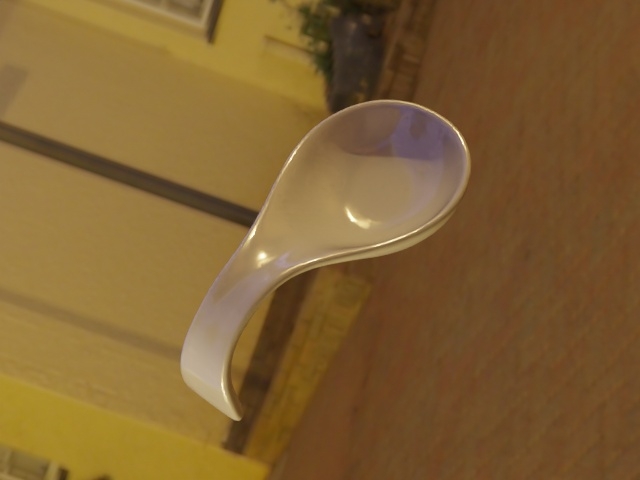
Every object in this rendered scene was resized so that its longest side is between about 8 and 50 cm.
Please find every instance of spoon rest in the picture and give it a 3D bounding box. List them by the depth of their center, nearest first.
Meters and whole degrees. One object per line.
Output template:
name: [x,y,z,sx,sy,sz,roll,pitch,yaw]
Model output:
spoon rest: [0.000,0.000,0.925,0.276,0.137,0.084,-50,-30,-16]
